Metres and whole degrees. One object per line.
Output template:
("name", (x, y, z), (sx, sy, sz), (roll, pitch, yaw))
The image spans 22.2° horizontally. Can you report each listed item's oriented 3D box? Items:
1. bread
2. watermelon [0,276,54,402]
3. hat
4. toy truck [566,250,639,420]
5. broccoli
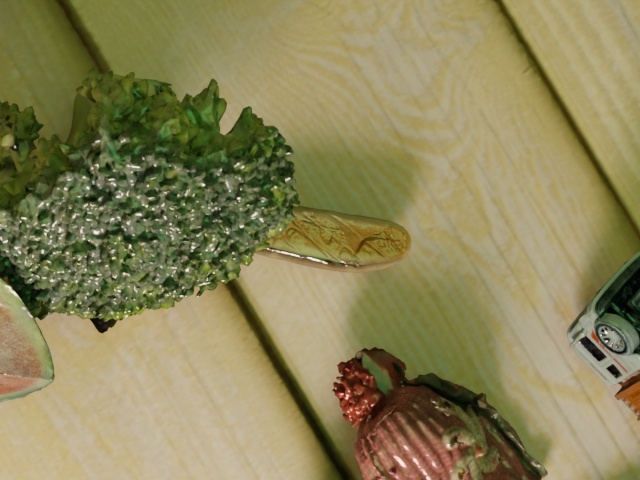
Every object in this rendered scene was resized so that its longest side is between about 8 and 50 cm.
("bread", (-0.001, 0.000, 1.939), (0.214, 0.053, 0.073), (8, 76, -8))
("watermelon", (-0.381, 0.124, 1.792), (0.146, 0.231, 0.128), (34, 51, -29))
("hat", (0.128, 0.239, 1.887), (0.286, 0.107, 0.236), (50, 44, 3))
("toy truck", (0.436, 0.167, 1.950), (0.305, 0.162, 0.136), (46, 64, 4))
("broccoli", (-0.229, -0.053, 1.789), (0.338, 0.317, 0.277), (-49, 134, 0))
